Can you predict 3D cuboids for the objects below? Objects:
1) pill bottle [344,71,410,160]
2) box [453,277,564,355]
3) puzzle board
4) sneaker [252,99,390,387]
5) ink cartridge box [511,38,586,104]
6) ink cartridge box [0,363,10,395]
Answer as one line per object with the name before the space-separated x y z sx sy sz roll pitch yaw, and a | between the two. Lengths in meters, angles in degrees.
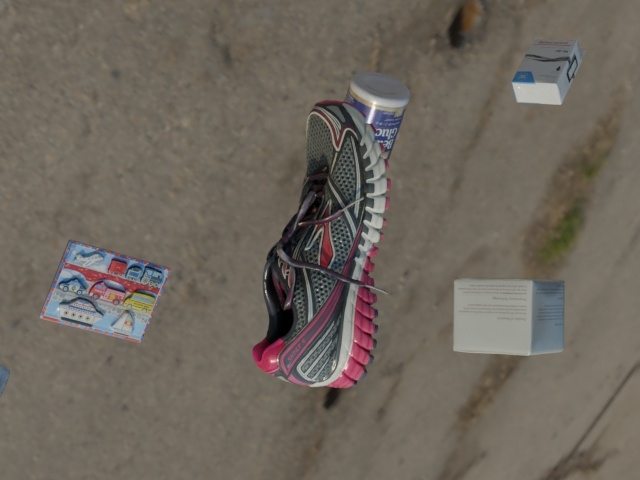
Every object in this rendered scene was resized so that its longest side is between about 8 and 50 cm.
pill bottle | 0.070 -0.164 1.945 0.094 0.094 0.169 -21 138 -45
box | 0.220 0.087 1.473 0.101 0.102 0.087 3 87 -57
puzzle board | -0.243 0.060 1.443 0.128 0.011 0.096 18 99 -30
sneaker | 0.000 0.000 1.307 0.112 0.121 0.299 7 81 -23
ink cartridge box | 0.227 -0.173 1.256 0.083 0.048 0.028 -60 142 -33
ink cartridge box | -0.545 0.123 1.342 0.308 0.385 0.091 -44 -162 53
